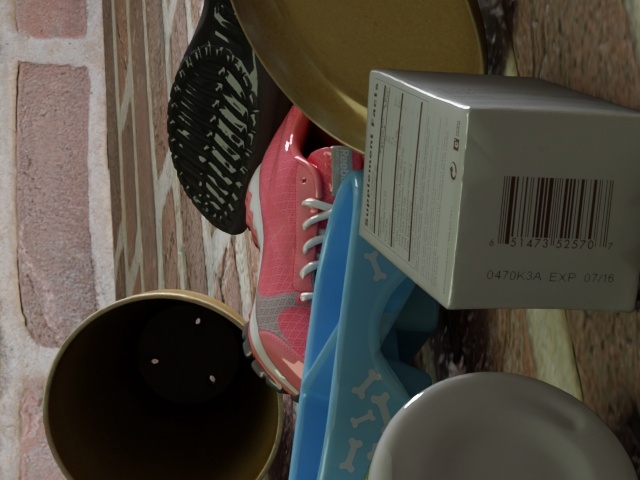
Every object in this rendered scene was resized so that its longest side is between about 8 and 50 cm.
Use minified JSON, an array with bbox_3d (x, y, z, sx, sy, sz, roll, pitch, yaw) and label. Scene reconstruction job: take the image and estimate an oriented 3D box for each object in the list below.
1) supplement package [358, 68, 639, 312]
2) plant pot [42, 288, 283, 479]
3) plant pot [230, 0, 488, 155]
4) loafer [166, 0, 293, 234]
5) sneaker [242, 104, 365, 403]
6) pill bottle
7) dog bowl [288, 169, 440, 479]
[{"bbox_3d":[0.095,-0.032,0.885,0.179,0.105,0.105,-136,48,-72],"label":"supplement package"},{"bbox_3d":[-0.149,0.148,1.709,0.254,0.237,0.237,-77,-9,-80],"label":"plant pot"},{"bbox_3d":[0.026,-0.159,1.095,0.236,0.032,0.236,32,144,28],"label":"plant pot"},{"bbox_3d":[-0.034,-0.166,1.426,0.134,0.130,0.366,43,132,35],"label":"loafer"},{"bbox_3d":[-0.001,0.000,1.260,0.314,0.116,0.136,-104,21,-47],"label":"sneaker"},{"bbox_3d":[0.074,0.187,0.876,0.246,0.136,0.136,105,161,-55],"label":"pill bottle"},{"bbox_3d":[0.033,0.083,1.083,0.166,0.074,0.297,117,163,-64],"label":"dog bowl"}]
